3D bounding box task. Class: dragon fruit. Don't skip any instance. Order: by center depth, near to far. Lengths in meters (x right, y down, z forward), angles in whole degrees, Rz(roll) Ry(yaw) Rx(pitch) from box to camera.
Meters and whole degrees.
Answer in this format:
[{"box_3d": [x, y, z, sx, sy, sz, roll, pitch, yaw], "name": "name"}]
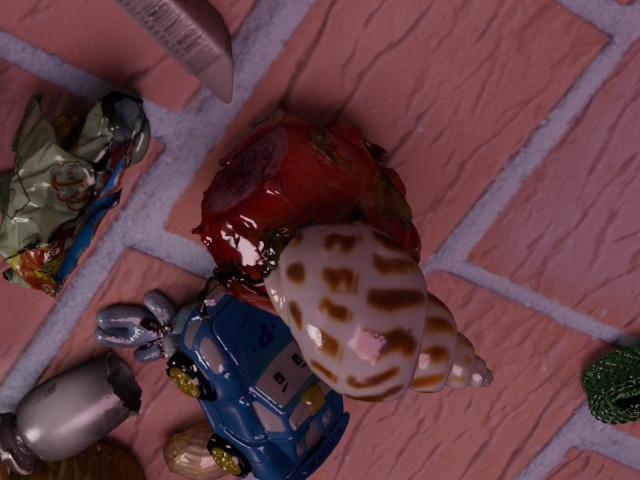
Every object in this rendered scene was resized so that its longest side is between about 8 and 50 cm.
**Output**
[{"box_3d": [0.000, 0.000, 1.798, 0.250, 0.269, 0.291, -32, 121, 25], "name": "dragon fruit"}]

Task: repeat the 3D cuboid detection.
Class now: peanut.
[{"box_3d": [-0.126, 0.296, 2.084, 0.206, 0.087, 0.087, -13, 126, 0], "name": "peanut"}]

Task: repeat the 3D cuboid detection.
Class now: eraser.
[{"box_3d": [-0.205, -0.297, 1.650, 0.061, 0.089, 0.352, -36, 122, 19], "name": "eraser"}]

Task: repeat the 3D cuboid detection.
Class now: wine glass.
[{"box_3d": [-0.352, 0.241, 1.992, 0.204, 0.111, 0.111, -28, 125, 11], "name": "wine glass"}]

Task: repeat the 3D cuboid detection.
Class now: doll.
[{"box_3d": [-0.216, 0.129, 1.957, 0.179, 0.075, 0.120, 2, 120, -11], "name": "doll"}]

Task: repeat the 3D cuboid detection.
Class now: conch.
[{"box_3d": [0.070, 0.099, 1.639, 0.274, 0.149, 0.183, 21, 109, -30], "name": "conch"}]

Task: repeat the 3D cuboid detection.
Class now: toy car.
[{"box_3d": [-0.068, 0.189, 1.929, 0.198, 0.166, 0.314, -46, 133, -30], "name": "toy car"}]

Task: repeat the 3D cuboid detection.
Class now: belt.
[{"box_3d": [0.461, 0.204, 2.130, 0.151, 0.079, 0.121, -27, 136, 24], "name": "belt"}]

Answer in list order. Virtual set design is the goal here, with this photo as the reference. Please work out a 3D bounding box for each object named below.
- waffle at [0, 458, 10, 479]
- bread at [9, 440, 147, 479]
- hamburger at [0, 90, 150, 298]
[{"box_3d": [-0.480, 0.346, 2.032, 0.092, 0.135, 0.021, -29, 141, 12], "name": "waffle"}, {"box_3d": [-0.355, 0.416, 2.101, 0.227, 0.142, 0.253, -17, 123, 4], "name": "bread"}, {"box_3d": [-0.321, -0.079, 1.726, 0.150, 0.260, 0.276, 29, 83, 0], "name": "hamburger"}]
